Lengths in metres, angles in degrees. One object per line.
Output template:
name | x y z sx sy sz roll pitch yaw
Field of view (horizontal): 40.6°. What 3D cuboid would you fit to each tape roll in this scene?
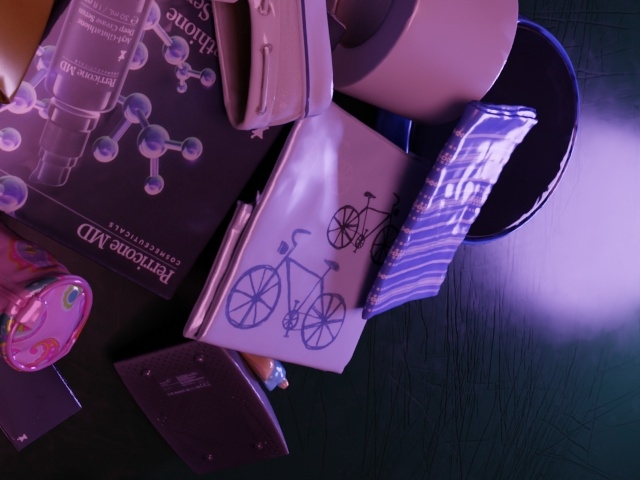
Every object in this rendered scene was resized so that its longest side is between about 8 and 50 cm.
tape roll | 0.118 -0.293 1.162 0.169 0.246 0.246 14 99 -34

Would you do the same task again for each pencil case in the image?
pencil case | -0.381 0.026 0.942 0.124 0.284 0.124 -45 154 -29

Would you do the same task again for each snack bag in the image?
snack bag | 0.000 0.000 1.126 0.323 0.037 0.342 23 91 -52

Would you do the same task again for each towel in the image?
towel | 0.187 -0.044 1.231 0.243 0.040 0.336 -11 130 -60

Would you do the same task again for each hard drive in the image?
hard drive | -0.164 0.230 1.248 0.172 0.054 0.254 -17 124 16

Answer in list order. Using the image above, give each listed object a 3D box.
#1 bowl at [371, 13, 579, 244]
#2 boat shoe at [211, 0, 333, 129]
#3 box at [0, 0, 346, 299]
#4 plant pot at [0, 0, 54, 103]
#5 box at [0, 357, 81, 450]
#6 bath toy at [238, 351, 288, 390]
bowl | 0.263 -0.178 1.399 0.391 0.077 0.391 -11 113 -29
boat shoe | -0.092 -0.277 0.859 0.156 0.136 0.367 -22 128 -21
box | -0.218 -0.185 1.013 0.293 0.212 0.395 33 89 -37
plant pot | -0.362 -0.284 0.798 0.187 0.212 0.212 -63 157 -21
box | -0.387 0.144 1.060 0.093 0.158 0.156 -33 122 -18
bath toy | 0.017 0.071 1.310 0.348 0.151 0.129 -41 97 -17
